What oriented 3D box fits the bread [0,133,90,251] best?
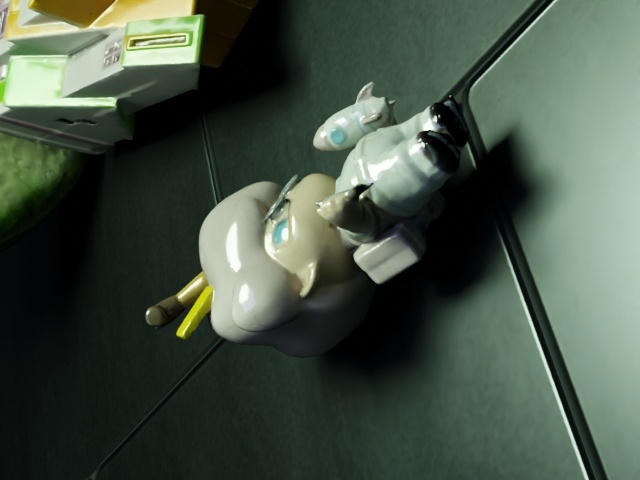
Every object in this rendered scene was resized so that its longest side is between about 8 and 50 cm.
[{"bbox_3d":[-0.384,-0.152,1.072,0.129,0.366,0.381,-33,37,49],"label":"bread"}]

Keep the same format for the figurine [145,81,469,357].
[{"bbox_3d":[0.000,0.000,0.694,0.229,0.112,0.137,-39,21,35],"label":"figurine"}]

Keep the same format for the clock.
[{"bbox_3d":[-0.160,-0.217,0.943,0.310,0.166,0.235,-9,72,53],"label":"clock"}]
